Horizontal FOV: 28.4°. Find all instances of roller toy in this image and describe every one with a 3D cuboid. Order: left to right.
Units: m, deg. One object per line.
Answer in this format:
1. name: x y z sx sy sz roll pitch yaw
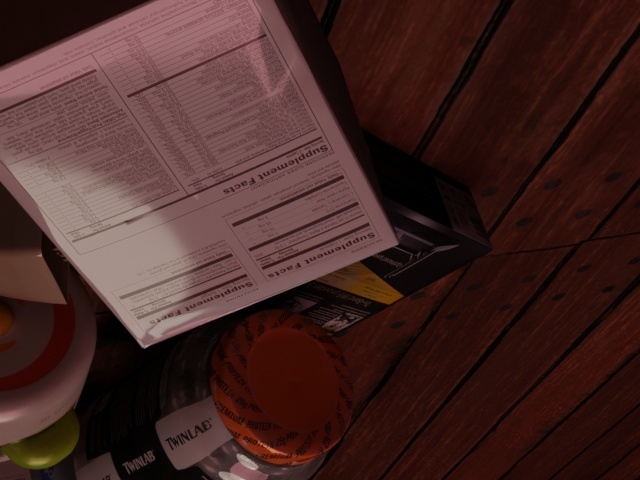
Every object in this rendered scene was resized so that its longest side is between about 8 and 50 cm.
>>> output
1. roller toy: -0.311 0.097 1.174 0.209 0.191 0.146 15 147 -11

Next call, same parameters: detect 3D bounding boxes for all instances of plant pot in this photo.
1. plant pot: -0.275 -0.010 1.093 0.096 0.109 0.109 -5 154 0

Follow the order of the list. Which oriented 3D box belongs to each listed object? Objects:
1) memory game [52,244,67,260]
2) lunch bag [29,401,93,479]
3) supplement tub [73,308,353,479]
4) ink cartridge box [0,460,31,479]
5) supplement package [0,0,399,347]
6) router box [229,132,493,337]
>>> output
1. memory game: -0.148 -0.047 1.050 0.186 0.186 0.012 -31 110 24
2. lunch bag: -0.175 0.371 1.615 0.385 0.328 0.239 11 118 -41
3. supplement tub: -0.115 0.196 1.335 0.193 0.194 0.316 2 156 -36
4. ink cartridge box: -0.379 0.272 1.466 0.067 0.198 0.115 -6 152 -24
5. supplement package: -0.099 -0.105 0.827 0.198 0.199 0.263 -23 138 8
6. router box: 0.000 0.000 1.310 0.243 0.081 0.309 -30 152 24
